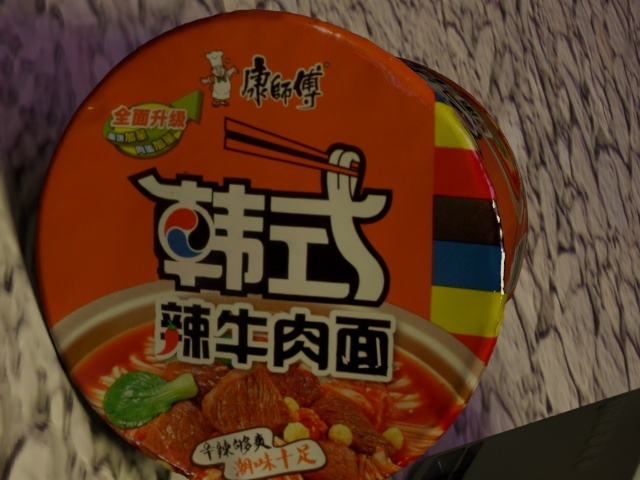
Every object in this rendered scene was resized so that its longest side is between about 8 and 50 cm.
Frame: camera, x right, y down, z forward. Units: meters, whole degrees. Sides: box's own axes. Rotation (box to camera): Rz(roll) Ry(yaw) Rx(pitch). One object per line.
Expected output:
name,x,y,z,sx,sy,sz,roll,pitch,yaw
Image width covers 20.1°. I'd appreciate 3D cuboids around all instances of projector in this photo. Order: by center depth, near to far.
projector,0.132,0.201,1.101,0.108,0.198,0.250,62,30,-12

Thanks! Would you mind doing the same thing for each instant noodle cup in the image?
instant noodle cup,0.000,0.000,0.984,0.250,0.250,0.192,68,20,0
